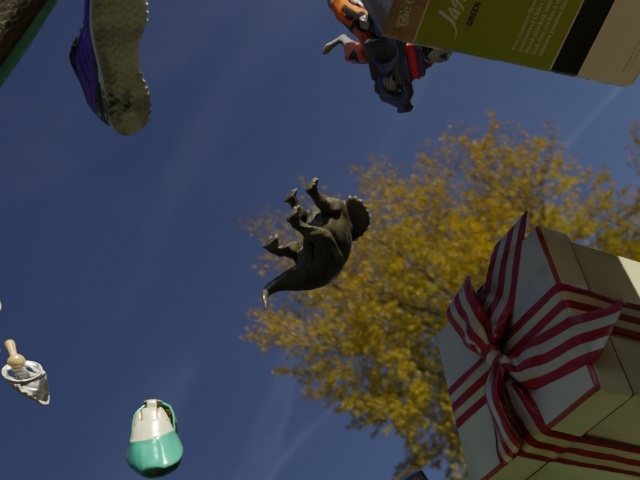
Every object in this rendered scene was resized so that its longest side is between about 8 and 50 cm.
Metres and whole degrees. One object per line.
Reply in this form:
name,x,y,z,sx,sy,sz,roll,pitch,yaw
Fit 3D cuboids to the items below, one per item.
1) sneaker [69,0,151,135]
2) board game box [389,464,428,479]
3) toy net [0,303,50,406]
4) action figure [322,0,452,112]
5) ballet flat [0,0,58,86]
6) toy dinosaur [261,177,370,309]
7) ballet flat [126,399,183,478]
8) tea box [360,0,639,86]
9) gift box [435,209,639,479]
sneaker,-0.363,-0.328,1.358,0.102,0.146,0.293,-24,-48,-38
board game box,0.051,0.356,1.019,0.194,0.060,0.194,-32,-11,-7
toy net,-0.502,0.165,1.286,0.045,0.232,0.122,-46,-6,9
action figure,0.127,-0.447,1.655,0.178,0.330,0.341,-49,-30,-27
ballet flat,-0.274,-0.307,0.794,0.182,0.164,0.482,46,-116,-23
toy dinosaur,0.000,0.000,1.405,0.160,0.121,0.313,39,-135,-20
ballet flat,-0.259,0.292,1.259,0.083,0.247,0.087,-12,-88,-12
tea box,0.207,-0.369,0.958,0.324,0.329,0.220,8,-56,-18
gift box,0.296,0.134,0.954,0.258,0.255,0.276,14,-53,-22
